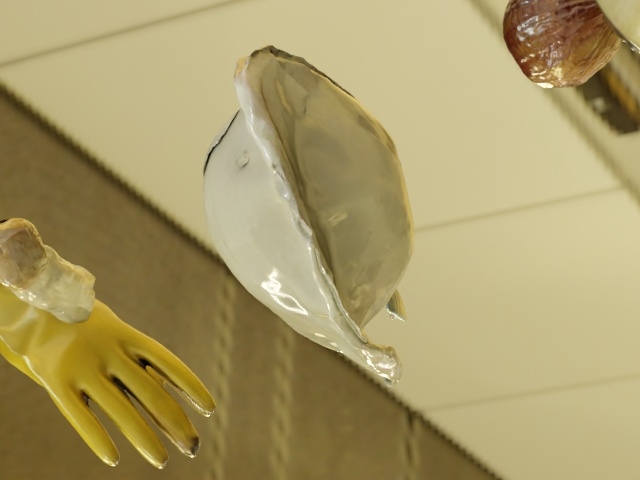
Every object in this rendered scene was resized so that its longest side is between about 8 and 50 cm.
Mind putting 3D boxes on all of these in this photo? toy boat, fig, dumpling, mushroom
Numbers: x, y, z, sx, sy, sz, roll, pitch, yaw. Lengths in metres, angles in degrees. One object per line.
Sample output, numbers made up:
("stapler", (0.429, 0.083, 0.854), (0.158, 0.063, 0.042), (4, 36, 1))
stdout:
("toy boat", (0.070, 0.055, 1.980), (0.122, 0.034, 0.096), (55, -170, -47))
("fig", (0.309, -0.251, 2.236), (0.133, 0.201, 0.146), (52, -130, -19))
("dumpling", (0.000, 0.002, 1.680), (0.341, 0.181, 0.260), (114, 141, -57))
("mushroom", (-0.241, 0.034, 1.767), (0.059, 0.054, 0.202), (-62, -21, -9))

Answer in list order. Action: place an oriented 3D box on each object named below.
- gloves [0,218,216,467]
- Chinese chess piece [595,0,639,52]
("gloves", (-0.232, 0.115, 1.910), (0.133, 0.294, 0.116), (-41, -18, -28))
("Chinese chess piece", (0.377, -0.275, 1.940), (0.257, 0.104, 0.257), (14, -127, -20))
